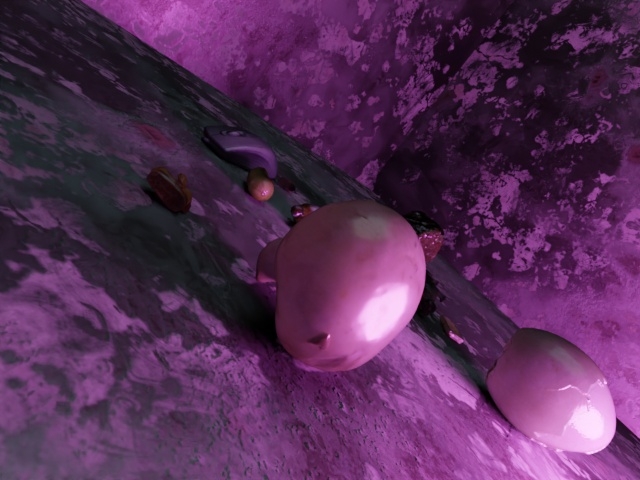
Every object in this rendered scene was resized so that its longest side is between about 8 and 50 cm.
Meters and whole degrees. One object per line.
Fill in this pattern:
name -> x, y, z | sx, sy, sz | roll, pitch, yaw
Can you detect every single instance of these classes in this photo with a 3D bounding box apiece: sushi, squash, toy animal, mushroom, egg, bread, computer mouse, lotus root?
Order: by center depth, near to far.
mushroom -> 0.008, 0.060, 0.850 | 0.336, 0.315, 0.314 | 19, -4, 45
egg -> 0.629, 0.412, 1.238 | 0.336, 0.278, 0.278 | 40, 13, 29
lotus root -> -0.031, -0.077, 1.518 | 0.113, 0.088, 0.192 | -2, -15, 37
squash -> -0.204, -0.193, 1.522 | 0.083, 0.083, 0.250 | 33, 12, -21
bread -> 0.478, 0.324, 1.674 | 0.068, 0.028, 0.154 | 37, 13, -6
toy animal -> 0.381, 0.193, 1.697 | 0.168, 0.106, 0.343 | 40, 17, 4
computer mouse -> -0.287, -0.352, 1.741 | 0.370, 0.122, 0.188 | 14, 27, -53
sushi -> 0.324, 0.007, 1.759 | 0.349, 0.211, 0.171 | -9, 38, -30
sushi -> -0.141, -0.224, 1.874 | 0.083, 0.044, 0.046 | 39, -8, -4

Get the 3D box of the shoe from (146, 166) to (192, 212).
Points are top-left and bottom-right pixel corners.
shoe -> -0.317, -0.114, 0.978 | 0.109, 0.072, 0.069 | 33, 20, -21
